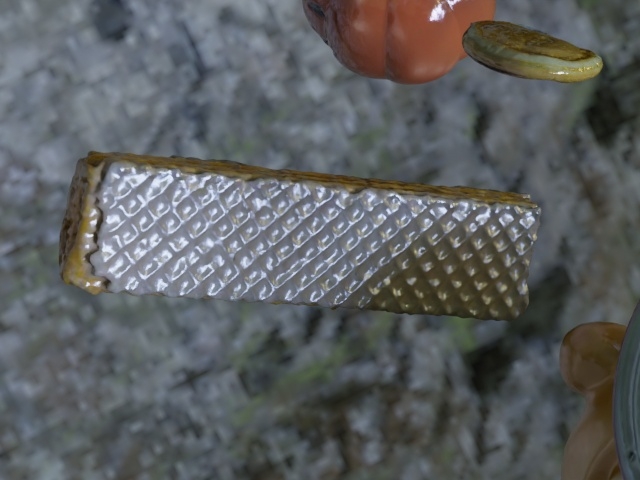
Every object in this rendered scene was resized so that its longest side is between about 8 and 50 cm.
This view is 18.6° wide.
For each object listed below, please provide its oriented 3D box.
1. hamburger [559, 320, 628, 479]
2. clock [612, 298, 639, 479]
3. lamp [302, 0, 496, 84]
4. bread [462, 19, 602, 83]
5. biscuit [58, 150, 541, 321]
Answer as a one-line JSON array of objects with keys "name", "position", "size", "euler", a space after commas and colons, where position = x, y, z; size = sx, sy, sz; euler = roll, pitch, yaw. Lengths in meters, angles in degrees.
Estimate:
[{"name": "hamburger", "position": [0.279, 0.153, 1.244], "size": [0.276, 0.276, 0.237], "euler": [-26, -128, -2]}, {"name": "clock", "position": [0.268, 0.084, 1.044], "size": [0.244, 0.244, 0.056], "euler": [-18, 157, 33]}, {"name": "lamp", "position": [0.074, -0.242, 1.793], "size": [0.188, 0.187, 0.164], "euler": [-27, 157, -9]}, {"name": "bread", "position": [0.162, -0.144, 1.496], "size": [0.110, 0.024, 0.110], "euler": [9, -160, -3]}, {"name": "biscuit", "position": [0.000, 0.000, 1.330], "size": [0.379, 0.094, 0.054], "euler": [6, -168, -33]}]
